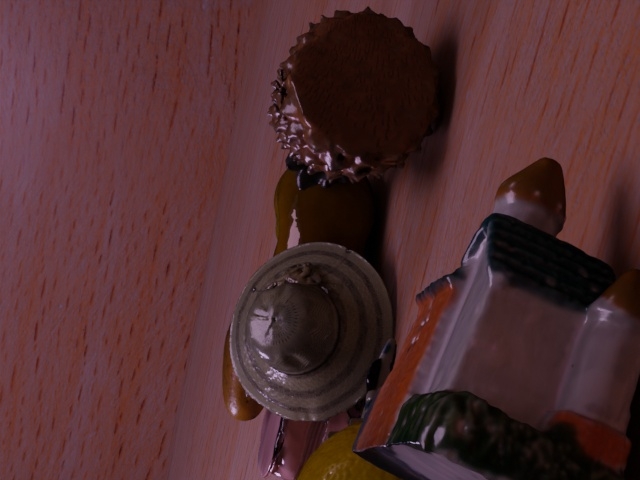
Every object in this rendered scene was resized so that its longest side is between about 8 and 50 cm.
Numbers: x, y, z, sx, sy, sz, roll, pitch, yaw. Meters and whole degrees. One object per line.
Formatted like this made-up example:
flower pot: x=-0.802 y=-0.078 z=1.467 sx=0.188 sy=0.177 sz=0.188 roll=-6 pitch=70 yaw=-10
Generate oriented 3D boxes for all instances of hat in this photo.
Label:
hat: x=-0.038 y=0.112 z=1.864 sx=0.110 sy=0.252 sz=0.252 roll=27 pitch=-114 yaw=-60

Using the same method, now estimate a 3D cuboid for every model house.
model house: x=0.175 y=0.082 z=1.161 sx=0.271 sy=0.190 sz=0.301 roll=132 pitch=160 yaw=-77

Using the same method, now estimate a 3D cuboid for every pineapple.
pineapple: x=0.023 y=-0.164 z=1.878 sx=0.357 sy=0.222 sz=0.223 roll=144 pitch=133 yaw=-75

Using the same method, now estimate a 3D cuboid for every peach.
peach: x=0.000 y=0.000 z=2.065 sx=0.251 sy=0.153 sz=0.251 roll=7 pitch=-90 yaw=-88

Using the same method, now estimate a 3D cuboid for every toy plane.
toy plane: x=0.076 y=0.202 z=1.686 sx=0.192 sy=0.088 sz=0.262 roll=-36 pitch=10 yaw=29

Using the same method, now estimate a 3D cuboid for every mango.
mango: x=-0.094 y=0.165 z=2.021 sx=0.115 sy=0.090 sz=0.178 roll=-94 pitch=15 yaw=-64

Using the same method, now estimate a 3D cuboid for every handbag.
handbag: x=-0.010 y=0.254 z=1.986 sx=0.179 sy=0.116 sz=0.205 roll=-152 pitch=76 yaw=-82

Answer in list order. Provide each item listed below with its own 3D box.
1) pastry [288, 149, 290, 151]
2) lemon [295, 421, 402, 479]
pastry: x=0.002 y=-0.177 z=2.260 sx=0.265 sy=0.102 sz=0.112 roll=121 pitch=172 yaw=-77
lemon: x=0.064 y=0.274 z=1.403 sx=0.231 sy=0.192 sz=0.192 roll=-45 pitch=28 yaw=22
